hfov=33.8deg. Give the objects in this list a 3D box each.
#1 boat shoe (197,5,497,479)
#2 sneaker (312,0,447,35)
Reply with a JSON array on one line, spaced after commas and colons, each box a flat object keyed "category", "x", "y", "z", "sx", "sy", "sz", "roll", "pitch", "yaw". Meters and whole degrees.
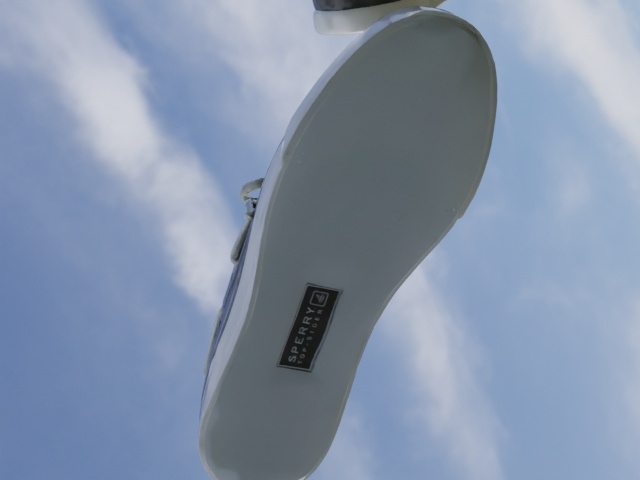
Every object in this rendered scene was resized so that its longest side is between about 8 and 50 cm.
[{"category": "boat shoe", "x": 0.004, "y": 0.001, "z": 0.621, "sx": 0.113, "sy": 0.306, "sz": 0.105, "roll": 11, "pitch": -156, "yaw": -17}, {"category": "sneaker", "x": 0.056, "y": -0.260, "z": 0.823, "sx": 0.296, "sy": 0.104, "sz": 0.147, "roll": -54, "pitch": -40, "yaw": -63}]
